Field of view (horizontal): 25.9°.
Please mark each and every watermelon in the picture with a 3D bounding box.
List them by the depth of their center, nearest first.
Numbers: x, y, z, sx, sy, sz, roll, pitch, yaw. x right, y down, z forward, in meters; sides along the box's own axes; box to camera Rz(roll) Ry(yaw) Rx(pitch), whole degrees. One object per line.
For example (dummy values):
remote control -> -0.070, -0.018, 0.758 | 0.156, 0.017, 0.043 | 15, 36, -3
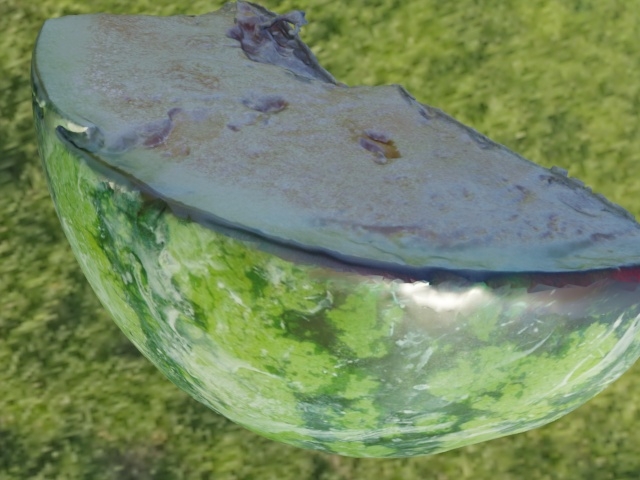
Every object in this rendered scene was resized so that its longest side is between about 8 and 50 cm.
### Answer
watermelon -> 0.000, 0.000, 0.617 | 0.180, 0.305, 0.224 | -54, 142, -5
